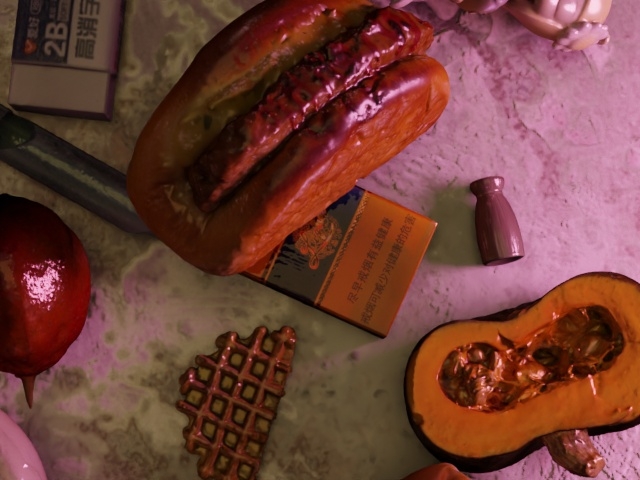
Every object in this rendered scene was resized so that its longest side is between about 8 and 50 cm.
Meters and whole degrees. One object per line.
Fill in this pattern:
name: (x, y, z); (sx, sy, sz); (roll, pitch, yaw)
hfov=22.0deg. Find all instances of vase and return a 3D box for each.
vase: (0.207, -0.024, 1.955); (0.053, 0.053, 0.101); (-12, 80, -1)

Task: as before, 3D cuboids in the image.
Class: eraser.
eraser: (-0.300, -0.255, 1.973); (0.124, 0.068, 0.210); (6, 85, 0)

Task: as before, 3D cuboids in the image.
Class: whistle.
whistle: (-0.307, -0.087, 1.958); (0.312, 0.062, 0.062); (30, 85, 3)

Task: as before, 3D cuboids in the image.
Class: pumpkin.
pumpkin: (0.256, 0.172, 1.892); (0.317, 0.139, 0.222); (-18, 82, -3)

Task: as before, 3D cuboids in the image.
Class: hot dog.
hot dog: (-0.023, -0.149, 1.828); (0.405, 0.223, 0.185); (-38, 73, -26)

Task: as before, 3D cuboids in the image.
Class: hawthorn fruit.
hawthorn fruit: (-0.354, 0.068, 1.881); (0.189, 0.189, 0.251); (-14, 88, -1)

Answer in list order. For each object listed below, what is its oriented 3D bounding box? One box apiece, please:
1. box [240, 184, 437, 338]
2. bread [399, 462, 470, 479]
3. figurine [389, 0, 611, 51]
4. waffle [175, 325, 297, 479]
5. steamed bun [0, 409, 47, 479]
box: (0.000, 0.000, 1.945); (0.237, 0.070, 0.152); (24, 85, 4)
bread: (0.150, 0.405, 1.824); (0.279, 0.225, 0.250); (38, 84, 8)
figurine: (0.180, -0.321, 1.902); (0.394, 0.274, 0.227); (17, 73, -32)
waffle: (-0.087, 0.200, 1.935); (0.160, 0.046, 0.192); (-15, 85, -1)
steamed bun: (-0.436, 0.310, 1.858); (0.282, 0.177, 0.283); (0, 79, 2)
